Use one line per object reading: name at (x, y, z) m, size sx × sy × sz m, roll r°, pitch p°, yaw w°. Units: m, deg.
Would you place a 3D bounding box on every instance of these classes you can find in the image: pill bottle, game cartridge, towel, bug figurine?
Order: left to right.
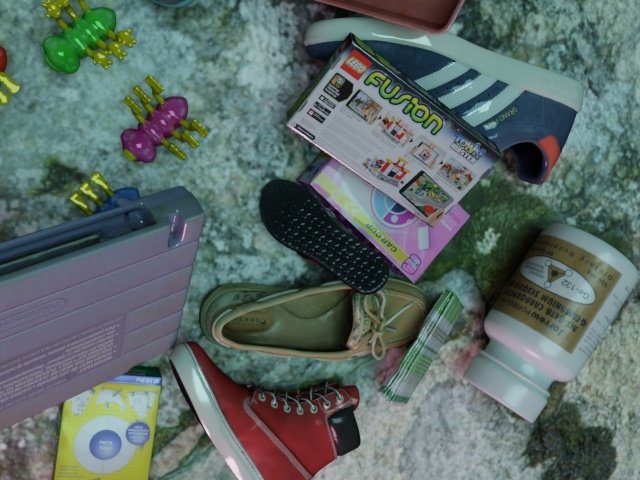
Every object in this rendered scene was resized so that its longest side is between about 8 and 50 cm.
game cartridge at (-0.280, 0.088, 0.671) m, size 0.355 × 0.230 × 0.068 m, roll -22°, pitch 63°, yaw -37°
bug figurine at (-0.251, -0.122, 0.764) m, size 0.216 × 0.072 × 0.279 m, roll -44°, pitch 103°, yaw -14°
towel at (0.125, 0.133, 0.915) m, size 0.023 × 0.113 × 0.152 m, roll 30°, pitch 85°, yaw 20°
pill bottle at (0.282, 0.104, 0.935) m, size 0.131 × 0.131 × 0.229 m, roll 35°, pitch 87°, yaw -19°

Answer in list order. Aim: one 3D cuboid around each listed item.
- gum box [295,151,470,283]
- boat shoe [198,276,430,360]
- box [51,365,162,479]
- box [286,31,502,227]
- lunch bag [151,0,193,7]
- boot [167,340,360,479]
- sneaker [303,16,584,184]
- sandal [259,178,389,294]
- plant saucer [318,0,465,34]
gum box at (0.079, -0.047, 0.884) m, size 0.188 × 0.062 × 0.107 m, roll 43°, pitch 84°, yaw -18°
boat shoe at (0.006, 0.097, 0.867) m, size 0.285 × 0.089 × 0.104 m, roll -3°, pitch 98°, yaw -18°
box at (-0.242, 0.230, 0.833) m, size 0.105 × 0.043 × 0.179 m, roll 7°, pitch 97°, yaw -18°
box at (0.079, -0.113, 0.797) m, size 0.207 × 0.036 × 0.114 m, roll 33°, pitch 114°, yaw -18°
lunch bag at (-0.154, -0.398, 0.736) m, size 0.224 × 0.108 × 0.279 m, roll 31°, pitch 87°, yaw -16°
boot at (-0.053, 0.182, 0.866) m, size 0.176 × 0.088 × 0.244 m, roll -34°, pitch 114°, yaw -11°
sneaker at (0.139, -0.149, 0.855) m, size 0.350 × 0.131 × 0.148 m, roll 12°, pitch 96°, yaw -17°
sandal at (0.000, 0.000, 0.856) m, size 0.179 × 0.040 × 0.067 m, roll 40°, pitch 81°, yaw 8°
plant saucer at (0.085, -0.349, 0.780) m, size 0.259 × 0.258 × 0.048 m, roll -63°, pitch 150°, yaw -1°
